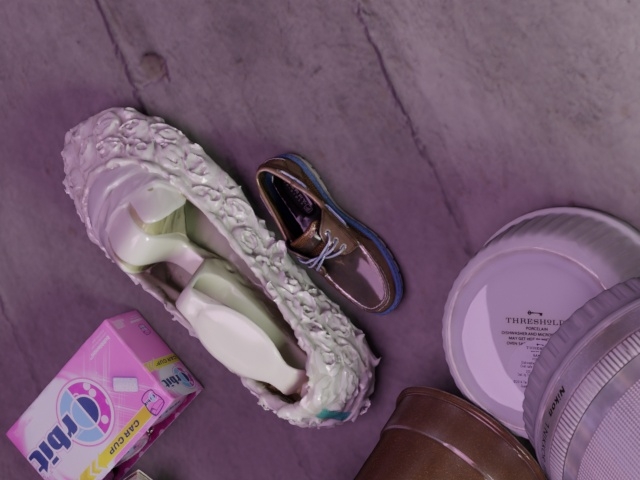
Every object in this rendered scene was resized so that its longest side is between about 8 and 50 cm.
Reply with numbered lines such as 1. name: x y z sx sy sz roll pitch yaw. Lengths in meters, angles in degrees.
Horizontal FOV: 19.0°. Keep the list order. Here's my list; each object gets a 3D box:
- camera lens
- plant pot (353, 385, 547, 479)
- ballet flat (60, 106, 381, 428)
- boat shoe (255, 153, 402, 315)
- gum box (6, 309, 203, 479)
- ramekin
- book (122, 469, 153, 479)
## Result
1. camera lens: 0.308 0.179 1.479 0.219 0.219 0.274 -62 37 20
2. plant pot: 0.089 0.244 1.680 0.167 0.165 0.167 32 154 18
3. ballet flat: -0.112 0.021 1.798 0.409 0.147 0.147 42 113 15
4. boat shoe: 0.000 0.000 1.777 0.183 0.066 0.066 48 115 12
5. gum box: -0.219 0.173 1.912 0.107 0.062 0.188 48 115 12
6. ramekin: 0.204 0.077 1.667 0.207 0.109 0.207 4 100 25
7. book: -0.199 0.298 1.914 0.144 0.035 0.096 -35 122 25
